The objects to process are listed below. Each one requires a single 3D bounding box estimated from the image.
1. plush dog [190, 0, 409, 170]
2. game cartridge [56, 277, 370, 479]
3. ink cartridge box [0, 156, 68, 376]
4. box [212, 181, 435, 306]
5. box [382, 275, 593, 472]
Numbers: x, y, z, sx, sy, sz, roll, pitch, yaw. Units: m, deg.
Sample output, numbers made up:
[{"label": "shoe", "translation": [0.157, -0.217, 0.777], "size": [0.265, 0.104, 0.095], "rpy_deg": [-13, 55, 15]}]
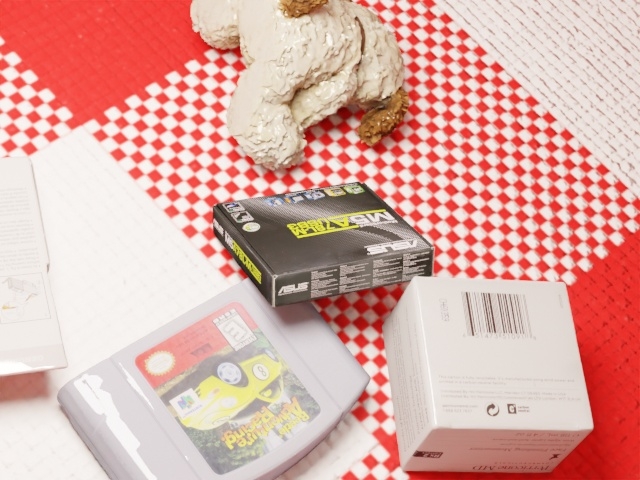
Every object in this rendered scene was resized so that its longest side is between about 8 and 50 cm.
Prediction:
[{"label": "plush dog", "translation": [0.004, -0.227, 1.830], "size": [0.225, 0.210, 0.262], "rpy_deg": [5, 56, -45]}, {"label": "game cartridge", "translation": [-0.099, 0.163, 1.623], "size": [0.294, 0.060, 0.196], "rpy_deg": [-30, 75, -29]}, {"label": "ink cartridge box", "translation": [-0.425, 0.046, 1.590], "size": [0.296, 0.066, 0.261], "rpy_deg": [-5, 61, -19]}, {"label": "box", "translation": [0.000, 0.000, 1.703], "size": [0.191, 0.045, 0.184], "rpy_deg": [-9, 27, -21]}, {"label": "box", "translation": [0.175, 0.145, 1.672], "size": [0.181, 0.119, 0.182], "rpy_deg": [2, 59, -15]}]
